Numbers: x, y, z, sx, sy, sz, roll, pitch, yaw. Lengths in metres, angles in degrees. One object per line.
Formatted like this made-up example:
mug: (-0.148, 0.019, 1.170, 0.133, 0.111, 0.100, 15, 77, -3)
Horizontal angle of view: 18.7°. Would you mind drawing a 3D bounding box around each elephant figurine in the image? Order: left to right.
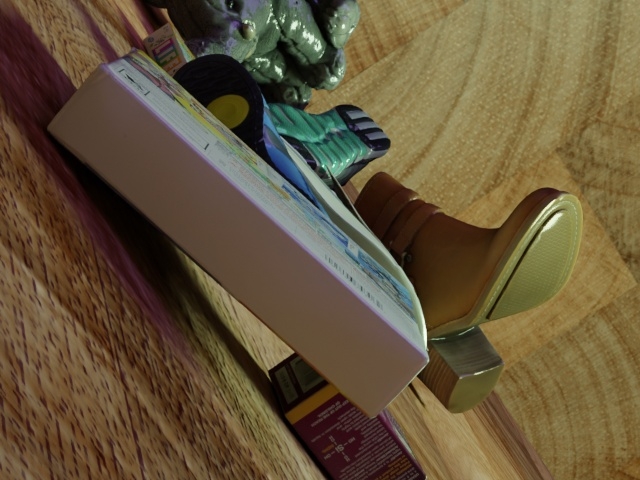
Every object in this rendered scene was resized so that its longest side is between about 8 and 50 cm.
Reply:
elephant figurine: (-0.080, -0.215, 1.750, 0.186, 0.169, 0.239, 25, 2, 34)

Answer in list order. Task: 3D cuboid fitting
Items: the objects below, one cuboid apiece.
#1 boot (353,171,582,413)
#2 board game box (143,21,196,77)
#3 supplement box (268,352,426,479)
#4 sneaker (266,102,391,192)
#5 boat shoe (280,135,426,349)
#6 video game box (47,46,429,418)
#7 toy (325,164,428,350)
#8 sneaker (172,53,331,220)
boot: (0.129, 0.003, 1.897, 0.220, 0.109, 0.283, 54, -38, 31)
board game box: (-0.079, -0.087, 1.522, 0.154, 0.026, 0.103, 54, 5, -32)
supplement box: (0.014, 0.099, 1.049, 0.083, 0.043, 0.055, 54, 2, -24)
sneaker: (-0.022, -0.066, 1.781, 0.083, 0.098, 0.223, 51, 26, 20)
boat shoe: (-0.001, 0.000, 1.390, 0.227, 0.079, 0.081, 53, 9, -13)
video game box: (-0.038, -0.011, 0.975, 0.205, 0.048, 0.187, 42, 8, -5)
toy: (0.037, 0.032, 1.782, 0.137, 0.056, 0.237, 54, -2, 17)
sneaker: (-0.045, -0.034, 1.287, 0.209, 0.069, 0.082, 61, -4, 36)
